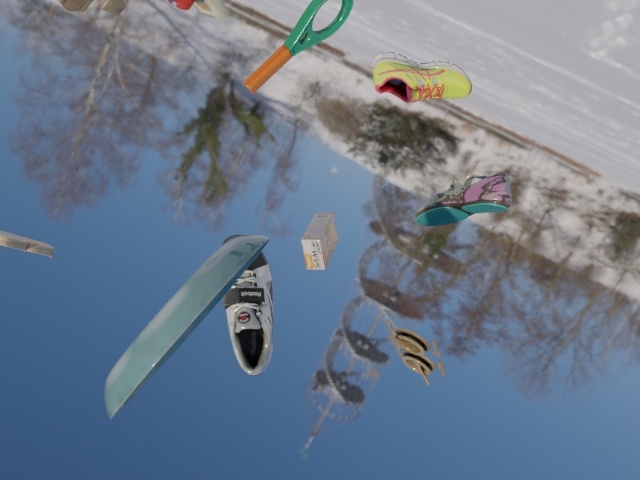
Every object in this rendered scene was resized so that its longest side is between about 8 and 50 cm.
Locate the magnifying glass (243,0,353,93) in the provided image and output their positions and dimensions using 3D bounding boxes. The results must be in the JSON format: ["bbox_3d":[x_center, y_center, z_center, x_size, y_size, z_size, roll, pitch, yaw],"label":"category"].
[{"bbox_3d":[-0.035,-0.329,1.192,0.026,0.231,0.092,49,-179,20],"label":"magnifying glass"}]

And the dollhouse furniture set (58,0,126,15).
[{"bbox_3d":[-0.473,-0.477,1.301,0.161,0.101,0.182,4,-130,-60],"label":"dollhouse furniture set"}]

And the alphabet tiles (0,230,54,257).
[{"bbox_3d":[-0.581,-0.022,1.161,0.284,0.021,0.278,14,175,14],"label":"alphabet tiles"}]

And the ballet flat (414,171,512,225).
[{"bbox_3d":[0.262,-0.079,1.320,0.076,0.079,0.221,19,162,-30],"label":"ballet flat"}]

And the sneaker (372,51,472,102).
[{"bbox_3d":[0.201,-0.310,1.462,0.208,0.081,0.094,10,-123,3],"label":"sneaker"}]

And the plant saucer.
[{"bbox_3d":[-0.187,0.104,0.979,0.043,0.318,0.317,41,-164,-1],"label":"plant saucer"}]

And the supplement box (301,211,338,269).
[{"bbox_3d":[0.000,0.000,1.281,0.036,0.062,0.098,0,-148,18],"label":"supplement box"}]

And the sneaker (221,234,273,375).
[{"bbox_3d":[-0.163,0.149,1.665,0.122,0.331,0.146,-11,-177,-3],"label":"sneaker"}]

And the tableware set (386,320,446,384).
[{"bbox_3d":[0.208,0.258,1.626,0.128,0.039,0.194,21,155,28],"label":"tableware set"}]

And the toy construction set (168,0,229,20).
[{"bbox_3d":[-0.104,-0.375,0.640,0.151,0.328,0.215,13,169,7],"label":"toy construction set"}]
